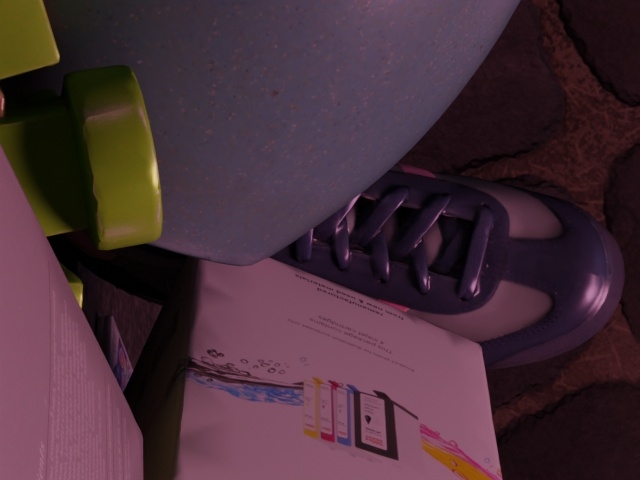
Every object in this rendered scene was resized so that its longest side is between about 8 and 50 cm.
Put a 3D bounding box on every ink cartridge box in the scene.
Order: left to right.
[{"bbox_3d":[-0.021,0.144,0.792,0.233,0.168,0.171,-90,-155,-62],"label":"ink cartridge box"}]

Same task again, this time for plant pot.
[{"bbox_3d":[-0.062,-0.101,0.745,0.290,0.290,0.195,-27,136,-86],"label":"plant pot"}]

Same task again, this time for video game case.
[{"bbox_3d":[-0.118,0.117,1.015,0.087,0.011,0.122,-94,174,-45],"label":"video game case"}]

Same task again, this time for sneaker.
[{"bbox_3d":[0.000,0.000,0.888,0.131,0.319,0.112,51,46,-70],"label":"sneaker"}]

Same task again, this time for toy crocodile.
[{"bbox_3d":[-0.133,-0.092,0.591,0.105,0.115,0.341,-135,-146,-68],"label":"toy crocodile"}]

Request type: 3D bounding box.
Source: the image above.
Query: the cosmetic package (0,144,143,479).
[{"bbox_3d":[-0.123,0.035,0.359,0.238,0.127,0.107,79,5,-50],"label":"cosmetic package"}]
